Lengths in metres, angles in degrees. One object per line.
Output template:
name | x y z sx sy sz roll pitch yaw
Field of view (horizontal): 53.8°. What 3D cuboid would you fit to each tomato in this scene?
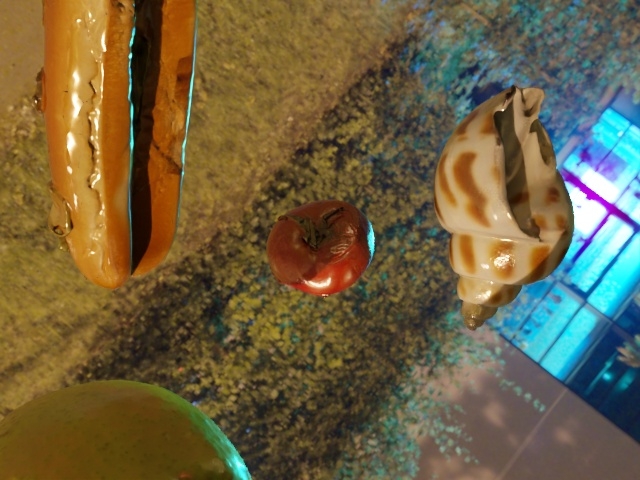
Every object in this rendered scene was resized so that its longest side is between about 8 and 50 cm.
tomato | 0.002 -0.003 1.248 0.228 0.228 0.101 -49 152 -29

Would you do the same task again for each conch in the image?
conch | 0.208 -0.033 0.740 0.183 0.274 0.149 1 172 -39

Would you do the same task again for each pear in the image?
pear | -0.256 0.353 0.753 0.391 0.391 0.391 -51 174 -7

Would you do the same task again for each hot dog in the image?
hot dog | -0.142 -0.075 0.438 0.109 0.072 0.269 -34 144 -54
